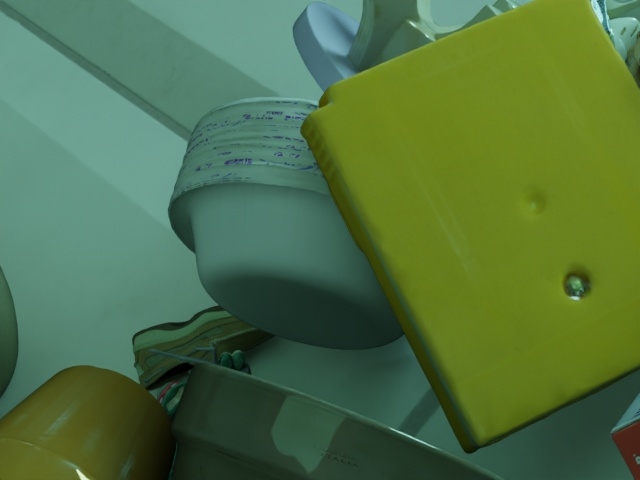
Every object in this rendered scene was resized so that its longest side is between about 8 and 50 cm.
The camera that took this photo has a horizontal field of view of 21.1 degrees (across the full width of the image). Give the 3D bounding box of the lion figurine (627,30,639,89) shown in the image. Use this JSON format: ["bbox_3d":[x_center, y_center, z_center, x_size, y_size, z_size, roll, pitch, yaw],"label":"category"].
[{"bbox_3d":[0.456,-0.120,1.447,0.392,0.142,0.240,-8,49,14],"label":"lion figurine"}]

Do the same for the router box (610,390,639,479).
[{"bbox_3d":[0.377,0.080,1.228,0.301,0.335,0.082,-29,85,16],"label":"router box"}]

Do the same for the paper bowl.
[{"bbox_3d":[0.000,0.000,1.564,0.284,0.284,0.148,-1,62,34],"label":"paper bowl"}]

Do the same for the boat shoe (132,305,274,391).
[{"bbox_3d":[-0.109,0.112,1.728,0.190,0.068,0.072,-20,64,36],"label":"boat shoe"}]

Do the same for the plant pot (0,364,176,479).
[{"bbox_3d":[-0.215,0.211,1.428,0.205,0.205,0.188,-8,32,31],"label":"plant pot"}]

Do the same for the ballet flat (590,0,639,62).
[{"bbox_3d":[0.281,-0.218,1.664,0.070,0.070,0.188,-16,57,26],"label":"ballet flat"}]

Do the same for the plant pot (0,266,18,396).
[{"bbox_3d":[-0.440,0.105,1.869,0.284,0.191,0.284,-18,53,26],"label":"plant pot"}]

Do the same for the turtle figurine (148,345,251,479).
[{"bbox_3d":[-0.101,0.186,1.632,0.234,0.118,0.175,34,99,28],"label":"turtle figurine"}]

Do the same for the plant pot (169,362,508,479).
[{"bbox_3d":[-0.007,0.286,1.374,0.323,0.323,0.280,13,76,40],"label":"plant pot"}]

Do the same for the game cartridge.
[{"bbox_3d":[0.171,-0.025,1.436,0.285,0.053,0.324,-23,79,-17],"label":"game cartridge"}]

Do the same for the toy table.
[{"bbox_3d":[0.099,-0.192,1.672,0.161,0.252,0.274,-51,55,20],"label":"toy table"}]
